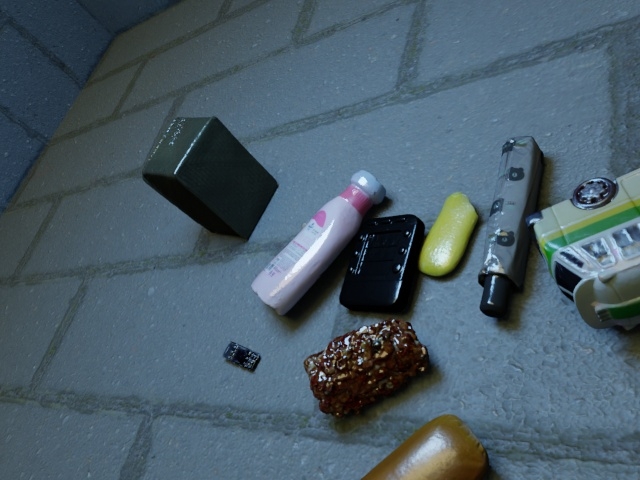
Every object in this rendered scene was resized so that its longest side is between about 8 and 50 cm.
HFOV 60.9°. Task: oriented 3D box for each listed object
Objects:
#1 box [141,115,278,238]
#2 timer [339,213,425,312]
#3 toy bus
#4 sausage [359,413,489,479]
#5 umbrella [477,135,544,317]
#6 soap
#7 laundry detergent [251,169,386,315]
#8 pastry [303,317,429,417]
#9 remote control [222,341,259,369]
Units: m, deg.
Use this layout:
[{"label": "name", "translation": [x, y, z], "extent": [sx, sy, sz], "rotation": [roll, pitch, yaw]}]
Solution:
[{"label": "box", "translation": [-0.258, -0.145, 1.308], "extent": [0.143, 0.273, 0.184], "rotation": [11, 66, 40]}, {"label": "timer", "translation": [0.118, 0.043, 1.012], "extent": [0.144, 0.055, 0.187], "rotation": [-6, 58, 47]}, {"label": "toy bus", "translation": [0.447, -0.004, 0.700], "extent": [0.305, 0.143, 0.179], "rotation": [-25, 38, 23]}, {"label": "sausage", "translation": [0.106, 0.351, 0.737], "extent": [0.274, 0.105, 0.105], "rotation": [-43, 41, 3]}, {"label": "umbrella", "translation": [0.313, -0.030, 0.899], "extent": [0.067, 0.073, 0.337], "rotation": [-20, 44, 53]}, {"label": "soap", "translation": [0.232, -0.010, 0.977], "extent": [0.089, 0.033, 0.168], "rotation": [19, 71, 44]}, {"label": "laundry detergent", "translation": [0.000, 0.000, 1.113], "extent": [0.335, 0.088, 0.159], "rotation": [-48, 21, -6]}, {"label": "pastry", "translation": [0.072, 0.201, 0.885], "extent": [0.208, 0.115, 0.097], "rotation": [-34, 30, 15]}, {"label": "remote control", "translation": [-0.161, 0.236, 1.112], "extent": [0.096, 0.014, 0.039], "rotation": [11, 65, 42]}]
